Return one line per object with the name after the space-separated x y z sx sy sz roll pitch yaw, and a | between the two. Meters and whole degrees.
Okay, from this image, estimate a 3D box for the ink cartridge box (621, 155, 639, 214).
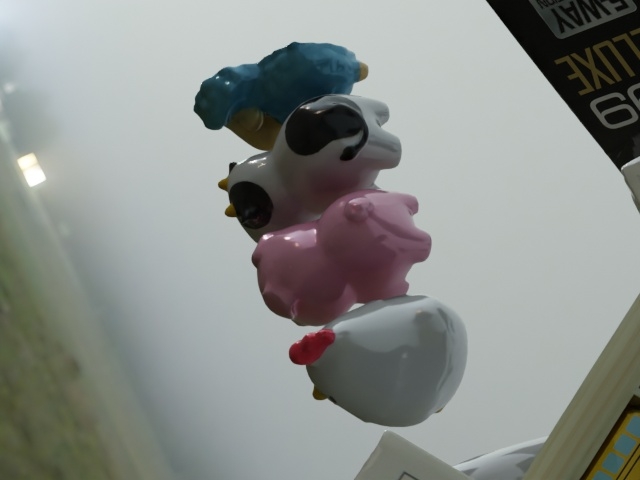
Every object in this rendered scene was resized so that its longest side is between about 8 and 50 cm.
0.283 -0.029 1.101 0.115 0.198 0.067 66 8 18 | ink cartridge box

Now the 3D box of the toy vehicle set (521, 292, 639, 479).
0.231 0.068 1.012 0.166 0.267 0.035 29 5 -23 | toy vehicle set

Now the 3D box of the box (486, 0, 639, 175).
0.282 -0.170 1.308 0.242 0.307 0.076 49 43 -27 | box

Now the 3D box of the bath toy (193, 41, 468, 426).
0.000 0.000 1.520 0.151 0.129 0.348 -64 -146 39 | bath toy

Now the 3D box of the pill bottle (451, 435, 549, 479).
0.161 0.342 1.208 0.229 0.229 0.407 85 -16 -71 | pill bottle

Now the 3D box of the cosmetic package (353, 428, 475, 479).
0.113 0.232 0.796 0.309 0.160 0.113 30 -28 15 | cosmetic package
